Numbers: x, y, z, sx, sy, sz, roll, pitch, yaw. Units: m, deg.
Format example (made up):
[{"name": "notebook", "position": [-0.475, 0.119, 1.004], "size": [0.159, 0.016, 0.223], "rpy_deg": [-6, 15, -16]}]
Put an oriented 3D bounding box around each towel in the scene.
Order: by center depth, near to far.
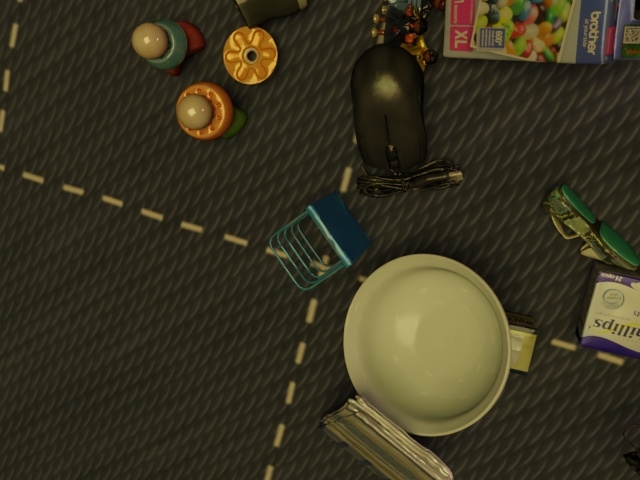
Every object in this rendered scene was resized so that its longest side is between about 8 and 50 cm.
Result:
[{"name": "towel", "position": [0.103, 0.359, 1.205], "size": [0.209, 0.285, 0.034], "rpy_deg": [39, 66, 5]}]

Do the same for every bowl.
[{"name": "bowl", "position": [0.197, 0.174, 1.174], "size": [0.298, 0.134, 0.297], "rpy_deg": [-5, 81, 33]}]

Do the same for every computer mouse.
[{"name": "computer mouse", "position": [0.124, -0.184, 1.136], "size": [0.189, 0.072, 0.272], "rpy_deg": [-6, 121, 17]}]

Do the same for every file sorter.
[{"name": "file sorter", "position": [0.000, 0.000, 1.196], "size": [0.105, 0.170, 0.118], "rpy_deg": [-34, 91, 20]}]

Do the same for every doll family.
[{"name": "doll family", "position": [0.150, -0.338, 1.149], "size": [0.111, 0.076, 0.192], "rpy_deg": [9, 107, 31]}]

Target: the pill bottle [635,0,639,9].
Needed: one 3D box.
[{"name": "pill bottle", "position": [0.475, -0.469, 1.030], "size": [0.123, 0.123, 0.219], "rpy_deg": [13, 102, 10]}]

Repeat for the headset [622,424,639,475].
[{"name": "headset", "position": [0.663, 0.260, 1.083], "size": [0.394, 0.185, 0.243], "rpy_deg": [-31, 91, 4]}]

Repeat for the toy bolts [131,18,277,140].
[{"name": "toy bolts", "position": [-0.209, -0.310, 1.192], "size": [0.228, 0.158, 0.218], "rpy_deg": [43, 106, 3]}]

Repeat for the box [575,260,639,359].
[{"name": "box", "position": [0.506, 0.117, 1.149], "size": [0.126, 0.072, 0.137], "rpy_deg": [12, 105, 11]}]

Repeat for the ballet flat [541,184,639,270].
[{"name": "ballet flat", "position": [0.446, -0.012, 1.155], "size": [0.070, 0.070, 0.188], "rpy_deg": [-44, 87, 16]}]

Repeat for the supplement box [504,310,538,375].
[{"name": "supplement box", "position": [0.334, 0.175, 1.193], "size": [0.056, 0.083, 0.083], "rpy_deg": [11, 103, 8]}]

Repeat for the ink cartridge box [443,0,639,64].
[{"name": "ink cartridge box", "position": [0.336, -0.363, 1.035], "size": [0.311, 0.065, 0.185], "rpy_deg": [13, 114, 34]}]

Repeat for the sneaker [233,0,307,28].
[{"name": "sneaker", "position": [-0.117, -0.479, 1.167], "size": [0.118, 0.083, 0.221], "rpy_deg": [-24, 95, -2]}]
